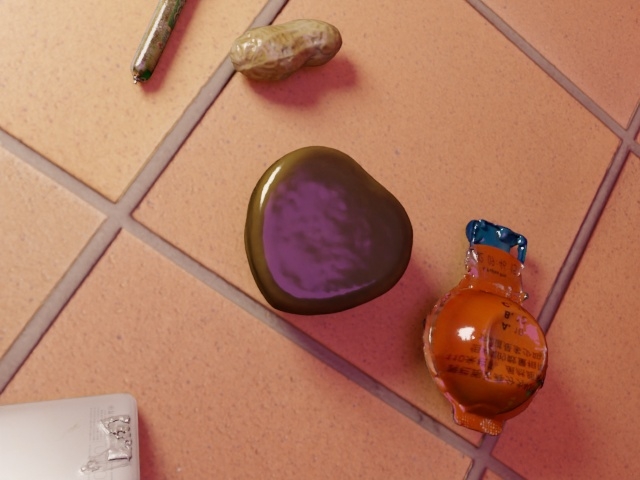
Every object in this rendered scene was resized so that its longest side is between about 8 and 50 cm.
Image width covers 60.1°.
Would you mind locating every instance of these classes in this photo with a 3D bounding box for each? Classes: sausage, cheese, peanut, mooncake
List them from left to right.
[{"bbox_3d":[-0.209,-0.335,0.779,0.033,0.033,0.269,23,77,-16],"label":"sausage"},{"bbox_3d":[-0.046,-0.277,0.807,0.174,0.080,0.080,-21,91,-20],"label":"peanut"},{"bbox_3d":[0.000,0.000,0.770,0.234,0.117,0.235,2,85,-17],"label":"mooncake"},{"bbox_3d":[0.258,0.123,0.845,0.217,0.129,0.329,18,66,-13],"label":"cheese"}]

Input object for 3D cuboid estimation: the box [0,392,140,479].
[{"bbox_3d":[-0.353,0.248,0.620,0.285,0.044,0.142,-1,43,-19],"label":"box"}]
